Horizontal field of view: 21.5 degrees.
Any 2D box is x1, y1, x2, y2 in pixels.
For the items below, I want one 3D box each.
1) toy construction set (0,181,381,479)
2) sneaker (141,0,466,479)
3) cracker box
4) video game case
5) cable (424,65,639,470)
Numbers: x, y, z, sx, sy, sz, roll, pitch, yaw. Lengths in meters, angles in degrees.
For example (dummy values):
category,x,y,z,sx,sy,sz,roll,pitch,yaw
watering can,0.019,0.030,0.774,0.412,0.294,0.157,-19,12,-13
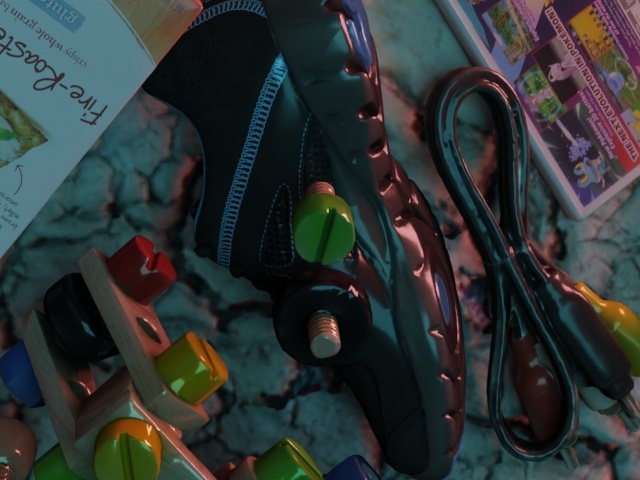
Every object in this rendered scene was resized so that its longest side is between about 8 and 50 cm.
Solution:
category,x,y,z,sx,sy,sz,roll,pitch,yaw
toy construction set,-0.100,0.155,0.914,0.308,0.237,0.257,-14,116,3
sneaker,0.000,0.000,1.054,0.139,0.125,0.341,-16,105,11
cracker box,-0.199,-0.097,0.954,0.155,0.067,0.232,37,101,-19
video game case,0.190,-0.146,1.131,0.183,0.023,0.201,-37,107,-11
cable,0.128,0.029,1.117,0.139,0.072,0.287,-35,100,-8
